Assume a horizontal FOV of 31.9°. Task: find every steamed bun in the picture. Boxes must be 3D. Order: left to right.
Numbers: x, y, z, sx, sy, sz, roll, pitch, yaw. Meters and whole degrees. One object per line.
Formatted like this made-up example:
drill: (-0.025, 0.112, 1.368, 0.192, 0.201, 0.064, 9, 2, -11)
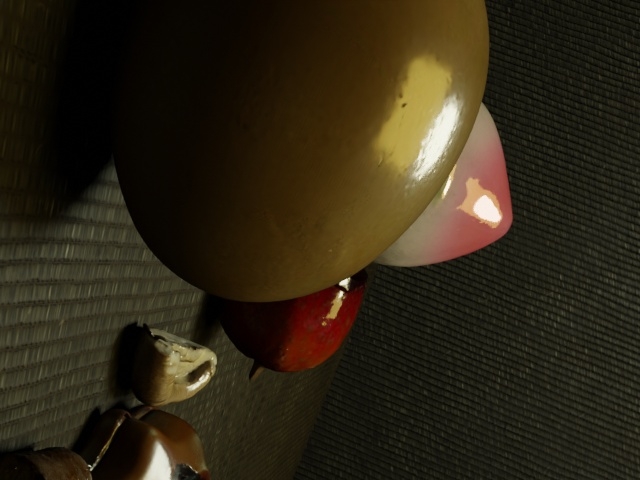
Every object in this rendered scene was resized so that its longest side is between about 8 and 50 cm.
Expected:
steamed bun: (0.146, -0.092, 1.600, 0.309, 0.309, 0.309, 22, 90, -81)

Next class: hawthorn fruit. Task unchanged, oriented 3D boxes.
hawthorn fruit: (-0.045, 0.095, 1.639, 0.215, 0.215, 0.249, -12, 122, -79)

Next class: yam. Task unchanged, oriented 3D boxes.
yam: (-0.270, 0.235, 1.066, 0.141, 0.079, 0.079, 45, 68, -79)

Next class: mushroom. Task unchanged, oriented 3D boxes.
mushroom: (-0.188, 0.154, 1.357, 0.210, 0.072, 0.094, 30, 80, -77)

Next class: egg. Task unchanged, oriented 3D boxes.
egg: (-0.025, -0.126, 0.944, 0.373, 0.301, 0.301, -58, 172, 9)

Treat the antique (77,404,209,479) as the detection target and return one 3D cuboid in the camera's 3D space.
antique: (-0.223, 0.314, 1.357, 0.278, 0.129, 0.223, 96, 21, -53)
